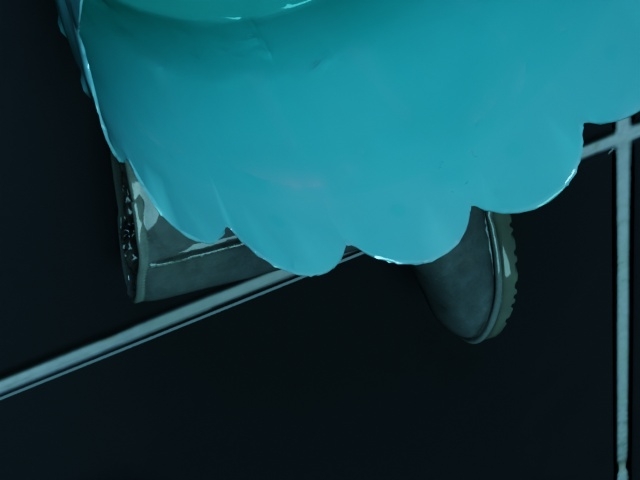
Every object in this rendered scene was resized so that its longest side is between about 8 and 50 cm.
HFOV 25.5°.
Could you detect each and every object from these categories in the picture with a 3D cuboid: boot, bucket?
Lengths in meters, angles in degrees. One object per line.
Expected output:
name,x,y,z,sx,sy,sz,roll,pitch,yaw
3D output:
boot,-0.001,0.000,0.753,0.208,0.076,0.190,-20,120,-22
bucket,0.009,-0.148,0.558,0.281,0.183,0.281,-15,133,-17
